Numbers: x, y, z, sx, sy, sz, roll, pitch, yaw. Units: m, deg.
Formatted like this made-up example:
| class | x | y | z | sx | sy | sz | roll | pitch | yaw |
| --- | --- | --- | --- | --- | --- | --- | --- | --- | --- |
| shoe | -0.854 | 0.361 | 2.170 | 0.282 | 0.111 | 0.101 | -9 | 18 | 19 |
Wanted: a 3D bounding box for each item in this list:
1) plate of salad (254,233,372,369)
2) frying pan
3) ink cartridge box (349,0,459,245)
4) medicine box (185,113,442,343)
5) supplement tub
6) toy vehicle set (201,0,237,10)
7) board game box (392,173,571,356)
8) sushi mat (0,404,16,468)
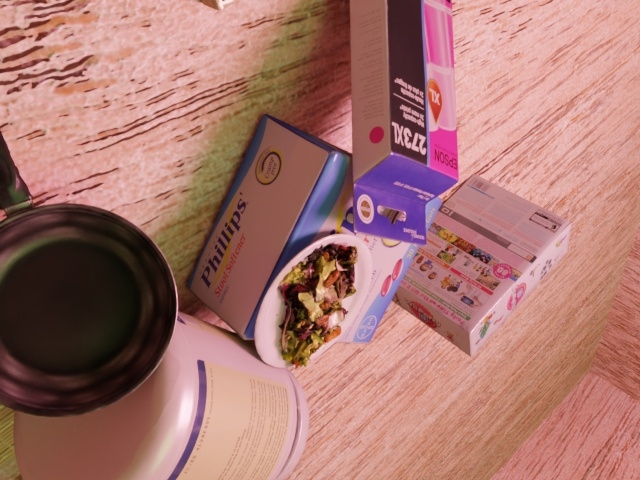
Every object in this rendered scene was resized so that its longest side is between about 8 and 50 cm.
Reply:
| class | x | y | z | sx | sy | sz | roll | pitch | yaw |
| --- | --- | --- | --- | --- | --- | --- | --- | --- | --- |
| plate of salad | 0.002 | 0.085 | 0.750 | 0.200 | 0.048 | 0.199 | -26 | 134 | -31 |
| frying pan | -0.280 | 0.019 | 0.535 | 0.326 | 0.053 | 0.197 | 46 | 74 | -14 |
| ink cartridge box | 0.110 | -0.185 | 0.759 | 0.176 | 0.069 | 0.370 | 10 | 79 | -50 |
| medicine box | 0.000 | 0.000 | 0.848 | 0.289 | 0.149 | 0.263 | 13 | 106 | -51 |
| supplement tub | -0.174 | 0.218 | 0.739 | 0.235 | 0.235 | 0.325 | -55 | 147 | -2 |
| toy vehicle set | -0.037 | -0.383 | 0.620 | 0.267 | 0.035 | 0.166 | -39 | 139 | -21 |
| board game box | 0.296 | 0.038 | 1.137 | 0.303 | 0.224 | 0.097 | -42 | 143 | -17 |
| sushi mat | -0.441 | 0.255 | 0.664 | 0.317 | 0.019 | 0.151 | -38 | 140 | -22 |
